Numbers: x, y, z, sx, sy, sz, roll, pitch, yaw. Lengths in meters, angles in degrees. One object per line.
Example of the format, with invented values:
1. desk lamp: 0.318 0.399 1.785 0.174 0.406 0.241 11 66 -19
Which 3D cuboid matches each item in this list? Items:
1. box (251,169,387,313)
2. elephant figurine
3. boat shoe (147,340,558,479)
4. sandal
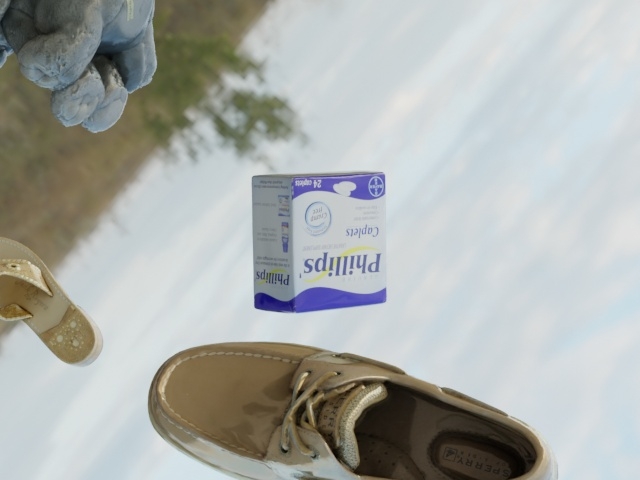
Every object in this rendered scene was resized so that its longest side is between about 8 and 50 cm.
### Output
1. box: 0.000 0.000 1.706 0.126 0.137 0.072 -5 -174 -39
2. elephant figurine: -0.270 -0.207 1.499 0.186 0.239 0.169 -50 152 -24
3. boat shoe: 0.020 0.140 1.339 0.110 0.341 0.122 66 36 -68
4. sandal: -0.360 0.060 2.016 0.088 0.240 0.079 -52 157 -2
